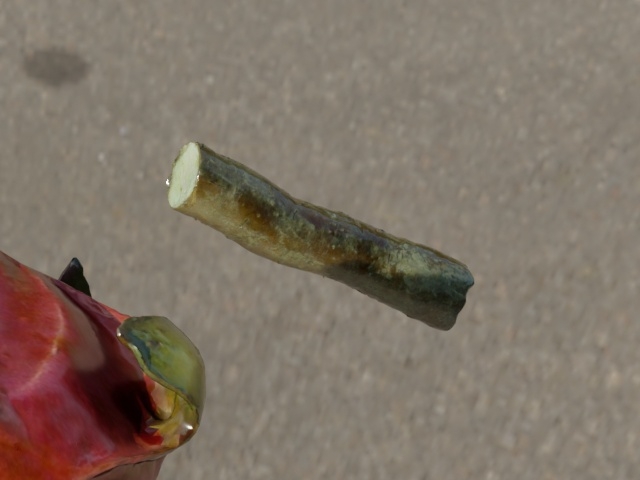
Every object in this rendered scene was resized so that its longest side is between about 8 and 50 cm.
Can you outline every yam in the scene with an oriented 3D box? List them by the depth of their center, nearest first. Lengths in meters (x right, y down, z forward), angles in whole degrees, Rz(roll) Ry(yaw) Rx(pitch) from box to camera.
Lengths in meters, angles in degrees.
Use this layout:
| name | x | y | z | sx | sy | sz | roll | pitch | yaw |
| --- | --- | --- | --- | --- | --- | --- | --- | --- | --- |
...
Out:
| name | x | y | z | sx | sy | sz | roll | pitch | yaw |
| --- | --- | --- | --- | --- | --- | --- | --- | --- | --- |
| yam | 0.000 | 0.000 | 1.459 | 0.253 | 0.061 | 0.061 | 24 | 43 | -22 |

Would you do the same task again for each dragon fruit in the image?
| name | x | y | z | sx | sy | sz | roll | pitch | yaw |
| --- | --- | --- | --- | --- | --- | --- | --- | --- | --- |
| dragon fruit | -0.196 | 0.087 | 0.819 | 0.291 | 0.189 | 0.290 | 16 | 25 | -7 |
